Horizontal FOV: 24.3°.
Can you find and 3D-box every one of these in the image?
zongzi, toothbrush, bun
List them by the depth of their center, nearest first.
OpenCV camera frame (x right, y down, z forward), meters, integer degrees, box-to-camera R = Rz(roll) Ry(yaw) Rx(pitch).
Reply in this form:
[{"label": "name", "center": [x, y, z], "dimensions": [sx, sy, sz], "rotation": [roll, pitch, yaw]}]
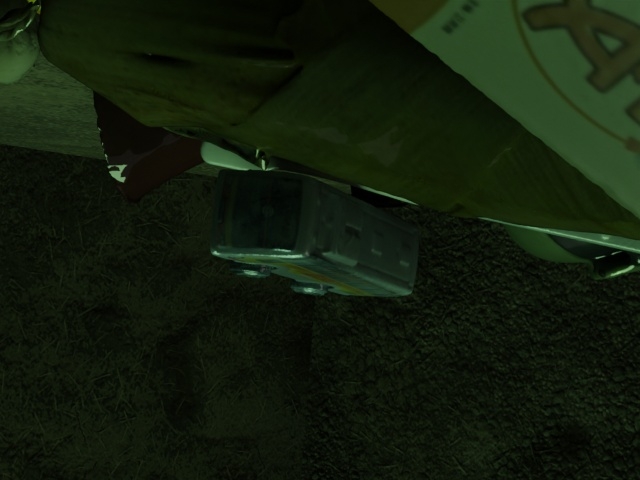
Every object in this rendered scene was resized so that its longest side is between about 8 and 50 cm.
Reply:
[{"label": "zongzi", "center": [-0.021, -0.106, 0.803], "dimensions": [0.447, 0.181, 0.418], "rotation": [6, -160, -13]}, {"label": "toothbrush", "center": [0.091, -0.027, 0.941], "dimensions": [0.342, 0.025, 0.030], "rotation": [12, -156, 7]}, {"label": "bun", "center": [-0.277, -0.193, 1.176], "dimensions": [0.138, 0.094, 0.138], "rotation": [26, -158, -12]}]

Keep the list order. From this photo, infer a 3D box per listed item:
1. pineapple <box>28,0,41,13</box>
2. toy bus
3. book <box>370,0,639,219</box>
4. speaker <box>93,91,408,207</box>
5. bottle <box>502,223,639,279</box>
[{"label": "pineapple", "center": [-0.171, -0.206, 1.027], "dimensions": [0.137, 0.069, 0.116], "rotation": [-10, 163, 43]}, {"label": "toy bus", "center": [0.000, 0.000, 0.958], "dimensions": [0.075, 0.064, 0.190], "rotation": [4, 172, 25]}, {"label": "book", "center": [0.120, -0.105, 0.570], "dimensions": [0.295, 0.020, 0.208], "rotation": [38, 146, -6]}, {"label": "speaker", "center": [-0.017, -0.131, 1.124], "dimensions": [0.330, 0.198, 0.259], "rotation": [-4, -172, 11]}, {"label": "bottle", "center": [0.267, -0.076, 1.048], "dimensions": [0.168, 0.168, 0.347], "rotation": [6, 162, -36]}]
